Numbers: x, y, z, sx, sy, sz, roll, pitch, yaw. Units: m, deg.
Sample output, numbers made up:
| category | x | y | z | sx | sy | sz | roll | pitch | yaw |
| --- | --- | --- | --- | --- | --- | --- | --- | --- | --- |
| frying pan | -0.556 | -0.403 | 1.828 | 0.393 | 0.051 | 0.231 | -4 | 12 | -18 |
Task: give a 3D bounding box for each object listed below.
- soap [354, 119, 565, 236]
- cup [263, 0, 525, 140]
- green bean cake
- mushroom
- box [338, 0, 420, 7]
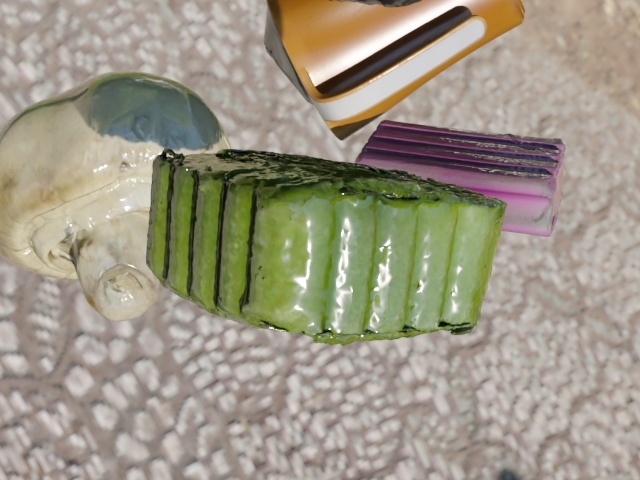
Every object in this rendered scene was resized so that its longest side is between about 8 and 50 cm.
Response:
| category | x | y | z | sx | sy | sz | roll | pitch | yaw |
| --- | --- | --- | --- | --- | --- | --- | --- | --- | --- |
| soap | 0.143 | -0.064 | 1.498 | 0.122 | 0.203 | 0.066 | -58 | 153 | -59 |
| cup | 0.077 | -0.222 | 1.553 | 0.182 | 0.264 | 0.226 | 58 | 11 | -31 |
| green bean cake | 0.000 | 0.000 | 1.034 | 0.214 | 0.200 | 0.113 | 1 | 99 | -36 |
| mushroom | -0.202 | -0.031 | 1.450 | 0.253 | 0.260 | 0.234 | 1 | 60 | -27 |
| box | -0.015 | -0.346 | 1.094 | 0.091 | 0.350 | 0.359 | -20 | 108 | -23 |
